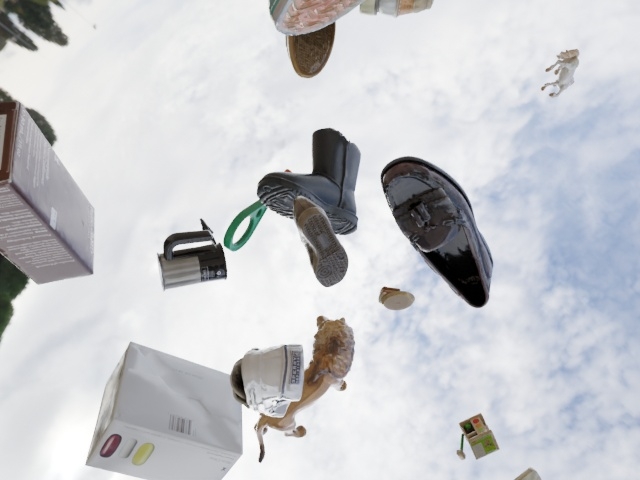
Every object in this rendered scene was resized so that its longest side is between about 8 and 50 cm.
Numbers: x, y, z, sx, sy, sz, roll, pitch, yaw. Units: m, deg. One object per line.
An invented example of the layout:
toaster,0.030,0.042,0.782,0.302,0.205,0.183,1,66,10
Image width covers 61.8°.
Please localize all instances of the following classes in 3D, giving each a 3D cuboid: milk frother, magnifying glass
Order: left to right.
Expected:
milk frother,-0.282,0.027,1.145,0.143,0.134,0.129,-148,-128,-63
magnifying glass,-0.133,-0.070,1.164,0.026,0.092,0.231,31,-116,16

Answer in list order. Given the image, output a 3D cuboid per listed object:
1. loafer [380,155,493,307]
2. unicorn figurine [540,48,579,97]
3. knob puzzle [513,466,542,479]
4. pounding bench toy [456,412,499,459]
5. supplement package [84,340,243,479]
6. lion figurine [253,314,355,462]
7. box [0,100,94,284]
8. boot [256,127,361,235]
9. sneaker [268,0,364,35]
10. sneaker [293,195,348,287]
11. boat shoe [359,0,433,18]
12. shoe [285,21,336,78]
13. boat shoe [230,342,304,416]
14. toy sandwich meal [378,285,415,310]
loafer,0.196,-0.005,0.833,0.109,0.302,0.095,-25,-140,26
unicorn figurine,0.598,-0.404,1.323,0.111,0.162,0.060,-29,-108,-18
knob puzzle,0.355,0.511,1.008,0.213,0.213,0.030,-55,-143,-5
pounding bench toy,0.307,0.402,1.089,0.083,0.052,0.065,-26,-160,3
supplement package,-0.307,0.364,1.095,0.145,0.261,0.204,-54,-155,24
lion figurine,-0.046,0.378,1.346,0.142,0.240,0.392,31,-112,21
box,-0.596,-0.077,1.092,0.143,0.381,0.191,-9,-117,-6
boot,-0.017,-0.142,1.091,0.094,0.246,0.207,-28,-129,44
sneaker,0.035,-0.349,0.538,0.302,0.108,0.121,-40,-109,36
sneaker,0.000,0.000,0.922,0.066,0.189,0.071,-23,-135,-7
boat shoe,0.129,-0.449,0.765,0.103,0.113,0.303,10,-103,5
shoe,-0.017,-0.363,0.846,0.058,0.076,0.219,-171,-95,-70
boat shoe,-0.083,0.198,0.751,0.267,0.088,0.096,123,-30,-70
toy sandwich meal,0.172,0.130,1.214,0.085,0.085,0.029,-25,-134,26
